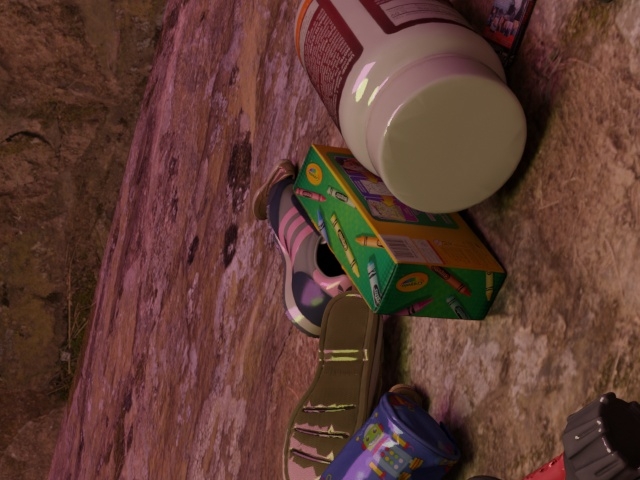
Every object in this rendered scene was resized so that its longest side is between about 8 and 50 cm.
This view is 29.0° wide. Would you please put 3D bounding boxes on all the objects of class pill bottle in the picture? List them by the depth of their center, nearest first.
[{"bbox_3d":[0.113,-0.211,1.626,0.392,0.224,0.224,-114,42,-55],"label":"pill bottle"}]

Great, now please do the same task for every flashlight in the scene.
[{"bbox_3d":[0.227,0.254,1.296,0.304,0.103,0.103,-51,18,46],"label":"flashlight"}]

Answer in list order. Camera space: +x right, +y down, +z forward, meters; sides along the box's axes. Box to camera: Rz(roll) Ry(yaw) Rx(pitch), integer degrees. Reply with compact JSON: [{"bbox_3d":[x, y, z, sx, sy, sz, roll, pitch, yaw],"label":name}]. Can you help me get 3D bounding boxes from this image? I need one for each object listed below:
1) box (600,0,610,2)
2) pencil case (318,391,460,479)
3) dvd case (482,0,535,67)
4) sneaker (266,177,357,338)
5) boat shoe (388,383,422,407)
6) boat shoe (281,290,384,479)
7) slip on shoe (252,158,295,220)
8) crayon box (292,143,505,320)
[{"bbox_3d":[0.268,-0.342,1.318,0.183,0.233,0.059,143,132,-58],"label":"box"},{"bbox_3d":[0.053,0.336,1.559,0.306,0.133,0.119,-55,41,17],"label":"pencil case"},{"bbox_3d":[0.248,-0.294,1.622,0.087,0.013,0.119,-133,57,-62],"label":"dvd case"},{"bbox_3d":[0.000,0.000,1.963,0.131,0.112,0.319,-44,42,30],"label":"sneaker"},{"bbox_3d":[0.091,0.284,1.657,0.072,0.068,0.190,-146,76,-81],"label":"boat shoe"},{"bbox_3d":[0.034,0.225,1.706,0.113,0.103,0.302,6,64,27],"label":"boat shoe"},{"bbox_3d":[-0.082,-0.085,2.243,0.135,0.051,0.041,-58,42,28],"label":"slip on shoe"},{"bbox_3d":[0.095,-0.014,1.592,0.278,0.165,0.081,57,133,47],"label":"crayon box"}]
